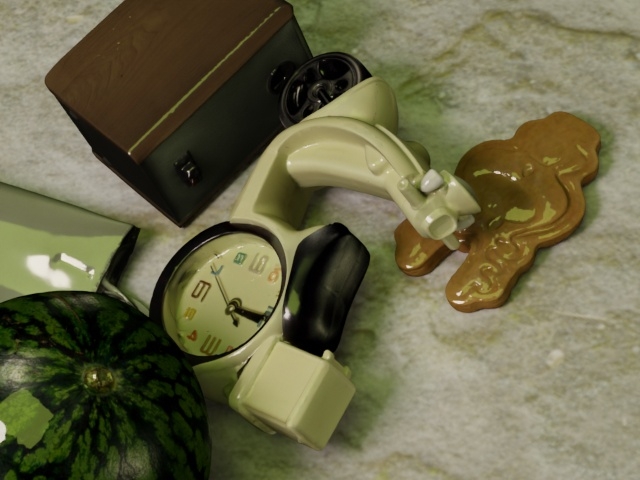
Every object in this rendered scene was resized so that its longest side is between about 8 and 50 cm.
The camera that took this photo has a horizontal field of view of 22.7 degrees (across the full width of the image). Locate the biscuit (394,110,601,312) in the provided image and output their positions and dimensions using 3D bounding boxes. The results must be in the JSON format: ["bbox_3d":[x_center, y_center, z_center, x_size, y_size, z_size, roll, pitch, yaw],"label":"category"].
[{"bbox_3d":[0.186,-0.036,1.589,0.144,0.040,0.236,38,80,25],"label":"biscuit"}]

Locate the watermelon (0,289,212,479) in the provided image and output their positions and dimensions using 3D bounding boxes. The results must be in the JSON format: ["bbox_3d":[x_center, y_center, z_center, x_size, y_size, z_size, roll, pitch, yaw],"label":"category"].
[{"bbox_3d":[-0.240,0.184,1.449,0.285,0.285,0.285,-7,59,13],"label":"watermelon"}]

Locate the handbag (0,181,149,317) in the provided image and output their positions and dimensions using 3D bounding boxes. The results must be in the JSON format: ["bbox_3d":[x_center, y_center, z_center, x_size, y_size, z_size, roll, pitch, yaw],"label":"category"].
[{"bbox_3d":[-0.313,0.055,1.647,0.315,0.109,0.241,21,70,22],"label":"handbag"}]

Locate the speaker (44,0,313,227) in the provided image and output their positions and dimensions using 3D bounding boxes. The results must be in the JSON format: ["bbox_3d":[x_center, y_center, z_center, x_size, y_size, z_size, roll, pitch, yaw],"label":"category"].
[{"bbox_3d":[-0.140,-0.167,1.689,0.231,0.153,0.192,-46,58,-11],"label":"speaker"}]

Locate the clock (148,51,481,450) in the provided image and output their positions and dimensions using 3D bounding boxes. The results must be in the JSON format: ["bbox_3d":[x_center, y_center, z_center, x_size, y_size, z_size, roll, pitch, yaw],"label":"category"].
[{"bbox_3d":[0.000,0.000,1.562,0.276,0.120,0.379,23,78,39],"label":"clock"}]
